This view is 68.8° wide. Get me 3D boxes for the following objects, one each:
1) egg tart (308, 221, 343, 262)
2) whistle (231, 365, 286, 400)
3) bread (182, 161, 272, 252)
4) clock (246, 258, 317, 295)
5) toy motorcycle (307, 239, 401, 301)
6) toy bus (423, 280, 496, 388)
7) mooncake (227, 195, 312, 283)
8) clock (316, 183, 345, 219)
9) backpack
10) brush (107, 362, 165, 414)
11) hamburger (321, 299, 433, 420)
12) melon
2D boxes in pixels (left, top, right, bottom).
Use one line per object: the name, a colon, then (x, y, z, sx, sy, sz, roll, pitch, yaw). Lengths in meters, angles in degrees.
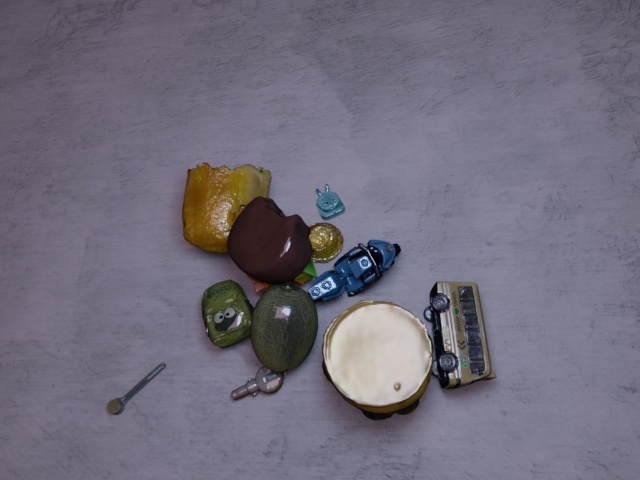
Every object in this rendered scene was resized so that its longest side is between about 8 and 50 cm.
egg tart: (0.000, 0.000, 1.924, 0.191, 0.074, 0.192, -2, 66, 5)
whistle: (-0.230, 0.535, 1.752, 0.219, 0.057, 0.107, -24, 68, 0)
bread: (-0.401, -0.137, 1.934, 0.360, 0.250, 0.395, 0, 70, 9)
clock: (-0.167, 0.095, 1.860, 0.255, 0.106, 0.220, -30, 59, 20)
toy motorcycle: (0.128, 0.109, 1.775, 0.415, 0.232, 0.172, -27, 79, -3)
toy bus: (0.490, 0.335, 1.669, 0.201, 0.177, 0.366, -2, 67, 1)
mooncake: (-0.184, -0.002, 1.730, 0.325, 0.174, 0.334, -9, 62, 32)
clock: (0.033, -0.167, 1.998, 0.108, 0.045, 0.147, -24, 67, -3)
backpack: (-0.361, 0.283, 1.829, 0.206, 0.140, 0.254, -26, 61, -2)
brush: (-0.713, 0.571, 1.819, 0.266, 0.027, 0.062, -42, 70, -10)
hamburger: (0.213, 0.412, 1.619, 0.394, 0.277, 0.397, -4, 67, 9)
melon: (-0.132, 0.318, 1.705, 0.248, 0.248, 0.330, 12, 107, 12)
